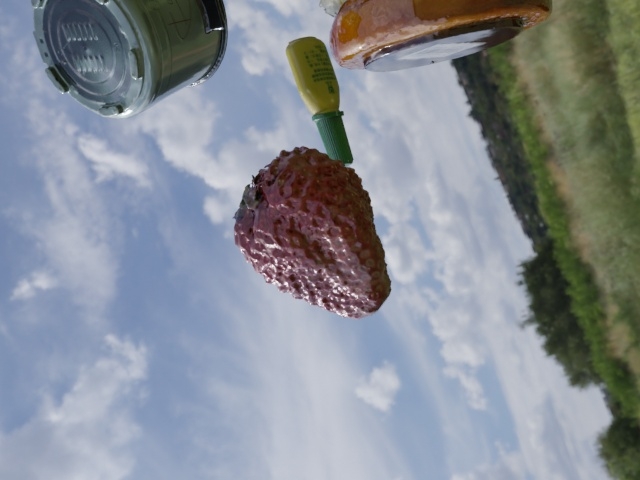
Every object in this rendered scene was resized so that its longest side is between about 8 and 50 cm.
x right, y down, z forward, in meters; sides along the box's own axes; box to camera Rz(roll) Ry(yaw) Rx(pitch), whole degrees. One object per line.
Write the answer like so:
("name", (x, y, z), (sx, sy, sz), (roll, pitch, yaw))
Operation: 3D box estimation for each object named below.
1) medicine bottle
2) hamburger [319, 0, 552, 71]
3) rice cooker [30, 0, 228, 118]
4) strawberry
("medicine bottle", (0.007, -0.313, 1.856), (0.111, 0.076, 0.309), (-15, -96, -37))
("hamburger", (0.153, -0.388, 1.147), (0.330, 0.329, 0.250), (-22, -81, -71))
("rice cooker", (-0.268, -0.315, 1.185), (0.227, 0.280, 0.241), (-43, -53, -45))
("strawberry", (0.000, 0.000, 1.557), (0.351, 0.267, 0.312), (53, 165, 4))
